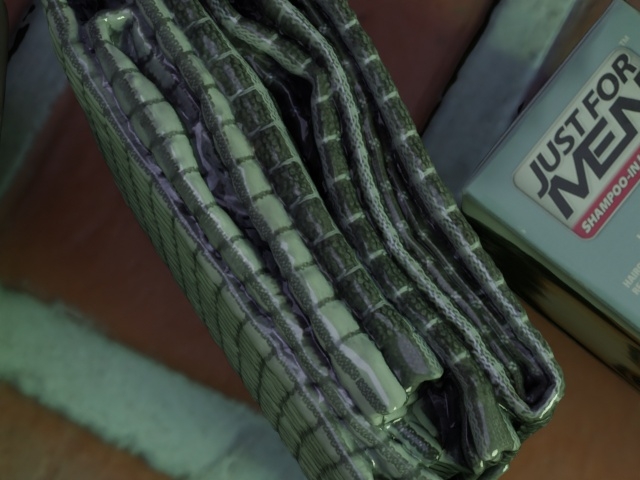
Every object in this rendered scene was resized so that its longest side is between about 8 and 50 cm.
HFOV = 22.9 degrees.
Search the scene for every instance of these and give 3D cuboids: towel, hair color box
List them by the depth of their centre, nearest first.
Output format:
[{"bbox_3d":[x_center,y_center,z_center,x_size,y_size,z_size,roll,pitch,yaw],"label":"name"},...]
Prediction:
[{"bbox_3d":[0.240,0.066,0.715,0.374,0.185,0.113,39,86,9],"label":"hair color box"},{"bbox_3d":[0.000,0.000,0.719,0.121,0.235,0.283,-33,81,-8],"label":"towel"}]

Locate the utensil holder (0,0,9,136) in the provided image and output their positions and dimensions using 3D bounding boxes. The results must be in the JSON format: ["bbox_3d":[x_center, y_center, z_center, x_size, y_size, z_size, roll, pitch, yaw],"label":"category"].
[{"bbox_3d":[-0.308,0.060,0.683,0.328,0.327,0.385,5,80,4],"label":"utensil holder"}]
